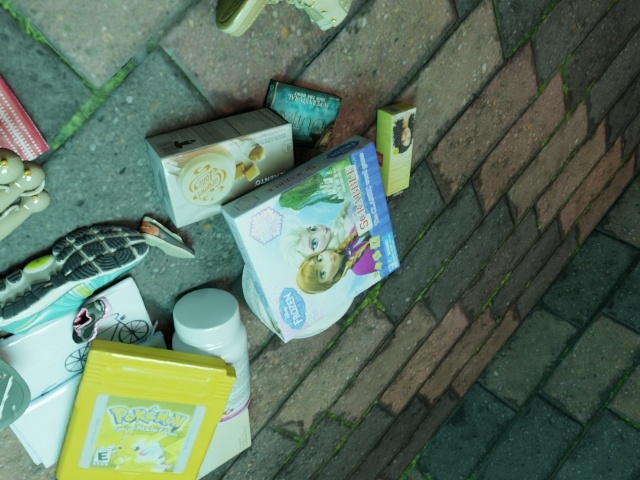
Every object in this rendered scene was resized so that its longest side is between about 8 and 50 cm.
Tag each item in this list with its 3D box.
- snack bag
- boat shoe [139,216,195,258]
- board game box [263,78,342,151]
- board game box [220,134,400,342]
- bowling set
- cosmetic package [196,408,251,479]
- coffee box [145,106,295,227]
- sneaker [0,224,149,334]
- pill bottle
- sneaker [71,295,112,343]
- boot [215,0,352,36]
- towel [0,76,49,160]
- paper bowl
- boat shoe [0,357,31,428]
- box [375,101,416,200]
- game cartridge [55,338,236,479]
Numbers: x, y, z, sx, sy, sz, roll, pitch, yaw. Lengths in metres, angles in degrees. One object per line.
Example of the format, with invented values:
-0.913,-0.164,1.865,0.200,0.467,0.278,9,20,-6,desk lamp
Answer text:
-0.459,0.260,1.028,0.322,0.037,0.343,-28,133,-28,snack bag
-0.293,-0.001,1.007,0.137,0.049,0.043,35,51,-49,boat shoe
-0.042,-0.257,1.093,0.186,0.026,0.126,-2,117,-44,board game box
0.000,0.000,1.052,0.317,0.066,0.319,-32,126,-19,board game box
-0.456,-0.101,0.638,0.154,0.287,0.200,-43,103,-27,bowling set
-0.329,0.499,1.262,0.309,0.113,0.160,-26,132,-32,cosmetic package
-0.177,-0.140,0.963,0.246,0.098,0.141,-21,131,-25,coffee box
-0.429,0.065,0.899,0.275,0.107,0.110,-31,154,-21,sneaker
-0.239,0.257,1.146,0.160,0.160,0.283,-23,131,-33,pill bottle
-0.418,0.145,0.915,0.119,0.047,0.057,-48,169,27,sneaker
-0.050,-0.429,0.919,0.203,0.095,0.262,33,87,-51,boot
-0.539,-0.132,0.686,0.274,0.031,0.199,-39,135,-22,towel
-0.028,0.095,1.217,0.284,0.148,0.285,-13,116,-28,paper bowl
-0.567,0.156,0.787,0.118,0.103,0.321,-47,131,-35,boat shoe
0.186,-0.223,1.317,0.087,0.058,0.233,-26,133,-30,box
-0.347,0.359,1.041,0.285,0.053,0.324,14,113,-22,game cartridge
